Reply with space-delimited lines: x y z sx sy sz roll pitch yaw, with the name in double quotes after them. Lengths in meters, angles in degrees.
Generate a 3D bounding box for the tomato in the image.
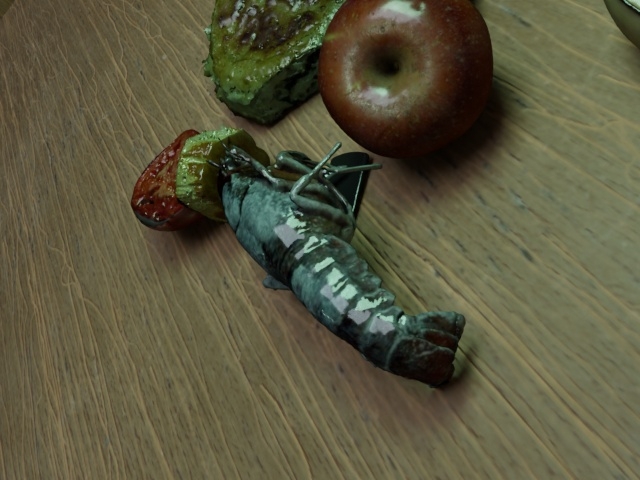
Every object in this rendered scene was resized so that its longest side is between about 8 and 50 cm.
-0.210 -0.074 1.038 0.166 0.082 0.174 -42 41 15 "tomato"

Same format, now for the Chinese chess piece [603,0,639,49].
0.367 -0.268 0.576 0.250 0.103 0.250 -11 72 37 "Chinese chess piece"

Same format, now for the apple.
0.097 -0.194 0.757 0.201 0.162 0.201 8 108 26 "apple"

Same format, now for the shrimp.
-0.005 -0.002 0.737 0.410 0.166 0.221 56 134 47 "shrimp"

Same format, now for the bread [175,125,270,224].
-0.134 -0.093 0.939 0.069 0.140 0.128 0 71 34 "bread"

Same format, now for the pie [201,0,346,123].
-0.059 -0.338 1.048 0.354 0.103 0.288 -29 55 25 "pie"

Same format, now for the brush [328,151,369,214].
0.017 -0.025 0.846 0.063 0.016 0.193 -2 64 43 "brush"
